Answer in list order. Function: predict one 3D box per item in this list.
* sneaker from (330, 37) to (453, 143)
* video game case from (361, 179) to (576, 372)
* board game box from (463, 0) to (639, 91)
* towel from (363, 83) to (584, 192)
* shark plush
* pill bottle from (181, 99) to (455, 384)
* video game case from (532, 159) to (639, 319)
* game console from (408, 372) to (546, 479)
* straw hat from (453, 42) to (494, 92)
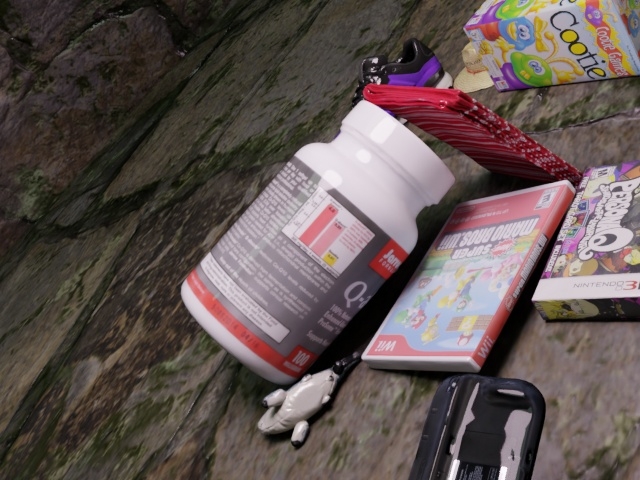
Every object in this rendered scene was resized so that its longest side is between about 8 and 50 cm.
[{"bbox_3d":[0.101,-0.269,1.475,0.293,0.146,0.102,-42,28,-9],"label":"sneaker"},{"bbox_3d":[0.187,0.045,1.000,0.204,0.025,0.285,-12,38,56],"label":"video game case"},{"bbox_3d":[0.397,-0.348,1.255,0.275,0.142,0.144,5,50,52],"label":"board game box"},{"bbox_3d":[0.205,-0.137,1.050,0.199,0.275,0.031,24,89,58],"label":"towel"},{"bbox_3d":[-0.019,0.194,1.031,0.161,0.073,0.067,-50,0,-12],"label":"shark plush"},{"bbox_3d":[0.000,0.000,1.069,0.363,0.210,0.210,-49,28,2],"label":"pill bottle"},{"bbox_3d":[0.373,-0.009,0.888,0.210,0.042,0.232,-6,42,45],"label":"video game case"},{"bbox_3d":[0.107,0.270,0.608,0.213,0.044,0.361,3,57,33],"label":"game console"},{"bbox_3d":[0.296,-0.339,1.444,0.144,0.061,0.144,-28,30,18],"label":"straw hat"}]
